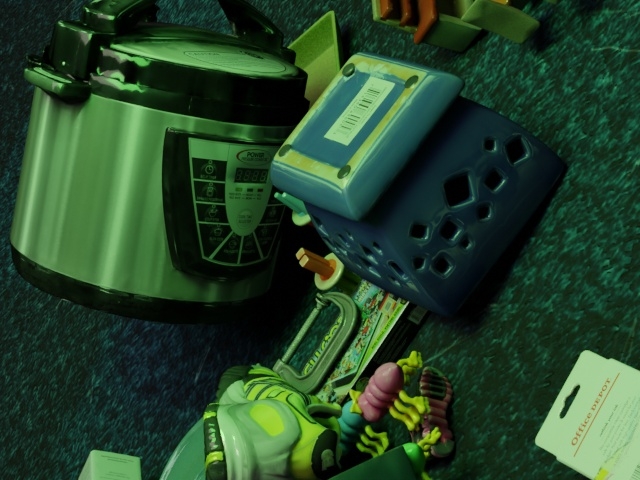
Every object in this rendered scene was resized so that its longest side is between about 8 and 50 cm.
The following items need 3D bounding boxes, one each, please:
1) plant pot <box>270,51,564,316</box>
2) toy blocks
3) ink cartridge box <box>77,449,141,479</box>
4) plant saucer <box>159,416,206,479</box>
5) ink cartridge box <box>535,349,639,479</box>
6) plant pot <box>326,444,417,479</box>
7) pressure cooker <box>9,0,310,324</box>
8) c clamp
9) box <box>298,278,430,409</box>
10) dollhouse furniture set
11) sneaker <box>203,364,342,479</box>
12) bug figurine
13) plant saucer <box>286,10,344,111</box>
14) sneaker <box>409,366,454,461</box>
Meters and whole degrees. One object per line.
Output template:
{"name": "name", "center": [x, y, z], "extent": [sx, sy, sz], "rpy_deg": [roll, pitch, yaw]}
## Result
{"name": "plant pot", "center": [0.097, -0.083, 1.865], "extent": [0.236, 0.212, 0.236], "rpy_deg": [-52, 32, -7]}
{"name": "toy blocks", "center": [0.000, 0.000, 2.021], "extent": [0.054, 0.148, 0.123], "rpy_deg": [-26, 45, 41]}
{"name": "ink cartridge box", "center": [-0.289, 0.391, 2.141], "extent": [0.175, 0.072, 0.127], "rpy_deg": [-101, 31, -46]}
{"name": "plant saucer", "center": [-0.126, 0.329, 2.030], "extent": [0.317, 0.043, 0.318], "rpy_deg": [-33, 41, 34]}
{"name": "ink cartridge box", "center": [0.306, 0.190, 1.529], "extent": [0.198, 0.067, 0.115], "rpy_deg": [27, 87, 56]}
{"name": "plant pot", "center": [0.038, 0.360, 1.613], "extent": [0.165, 0.165, 0.234], "rpy_deg": [-35, 78, 34]}
{"name": "pressure cooker", "center": [-0.210, -0.132, 2.110], "extent": [0.370, 0.375, 0.420], "rpy_deg": [-81, 4, -78]}
{"name": "c clamp", "center": [-0.017, 0.125, 1.992], "extent": [0.161, 0.022, 0.137], "rpy_deg": [-54, 32, 9]}
{"name": "box", "center": [0.045, 0.135, 1.956], "extent": [0.207, 0.036, 0.114], "rpy_deg": [-56, 32, 5]}
{"name": "dollhouse furniture set", "center": [0.186, -0.361, 2.012], "extent": [0.259, 0.135, 0.262], "rpy_deg": [-50, 32, 43]}
{"name": "sneaker", "center": [-0.048, 0.227, 1.800], "extent": [0.385, 0.147, 0.145], "rpy_deg": [-88, -3, -83]}
{"name": "bug figurine", "center": [0.061, 0.249, 1.774], "extent": [0.279, 0.072, 0.216], "rpy_deg": [-99, 27, -46]}
{"name": "plant saucer", "center": [-0.024, -0.211, 2.319], "extent": [0.188, 0.045, 0.188], "rpy_deg": [-37, 39, 31]}
{"name": "sneaker", "center": [0.118, 0.199, 1.806], "extent": [0.057, 0.047, 0.119], "rpy_deg": [-43, 33, 43]}
